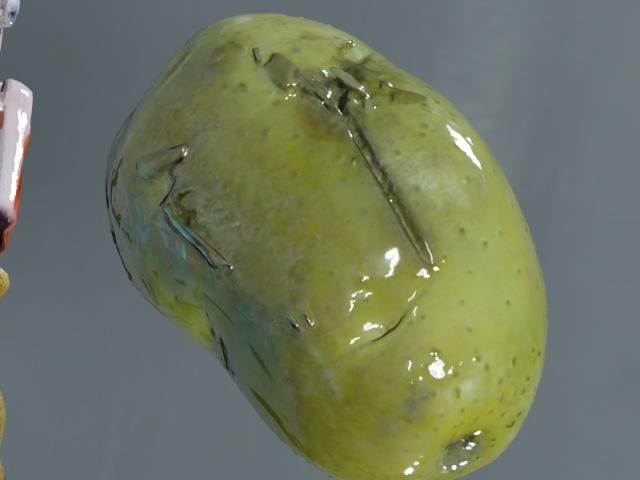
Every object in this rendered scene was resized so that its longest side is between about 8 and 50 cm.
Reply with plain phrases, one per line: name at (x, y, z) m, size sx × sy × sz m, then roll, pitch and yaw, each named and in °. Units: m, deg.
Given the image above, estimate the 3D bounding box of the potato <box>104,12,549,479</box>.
potato at (0.000, 0.000, 0.791) m, size 0.143 × 0.248 × 0.169 m, roll -15°, pitch 139°, yaw -30°

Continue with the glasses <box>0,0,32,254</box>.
glasses at (-0.179, 0.012, 0.559) m, size 0.095 × 0.162 × 0.255 m, roll 38°, pitch 103°, yaw -24°

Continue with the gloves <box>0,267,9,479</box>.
gloves at (-0.376, 0.096, 1.724) m, size 0.203 × 0.155 × 0.356 m, roll -142°, pitch -129°, yaw -83°
